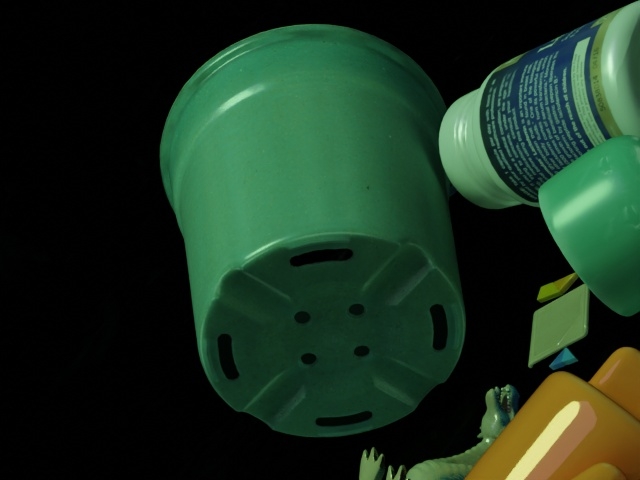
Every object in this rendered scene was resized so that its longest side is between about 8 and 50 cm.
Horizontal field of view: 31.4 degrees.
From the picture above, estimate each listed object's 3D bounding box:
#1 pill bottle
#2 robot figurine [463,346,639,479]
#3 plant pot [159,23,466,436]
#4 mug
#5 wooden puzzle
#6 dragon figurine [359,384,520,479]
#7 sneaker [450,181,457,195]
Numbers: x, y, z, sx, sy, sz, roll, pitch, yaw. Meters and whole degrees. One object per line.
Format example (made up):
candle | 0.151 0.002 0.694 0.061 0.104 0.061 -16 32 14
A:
pill bottle | 0.239 -0.114 1.072 0.264 0.153 0.153 -18 37 57
robot figurine | 0.160 0.175 0.749 0.219 0.128 0.158 -51 18 -1
plant pot | 0.000 0.000 1.186 0.341 0.341 0.334 -43 28 21
mug | 0.252 -0.026 0.914 0.097 0.129 0.158 -37 22 27
wooden puzzle | 0.212 0.073 1.002 0.078 0.014 0.116 -38 22 44
dragon figurine | 0.087 0.243 0.855 0.085 0.144 0.289 10 82 67
sneaker | 0.099 -0.059 1.400 0.188 0.078 0.067 -42 21 26
